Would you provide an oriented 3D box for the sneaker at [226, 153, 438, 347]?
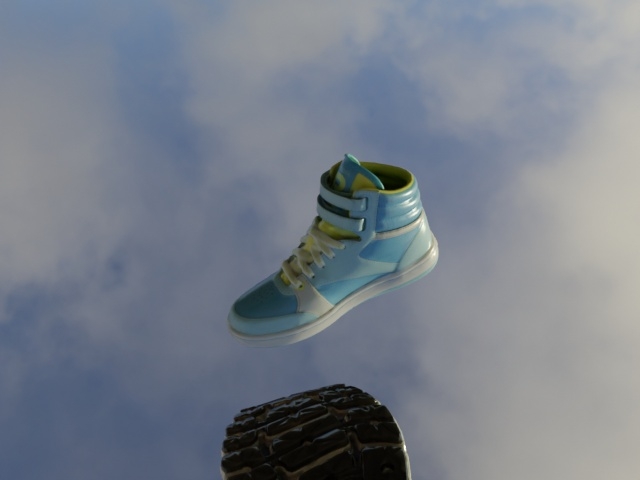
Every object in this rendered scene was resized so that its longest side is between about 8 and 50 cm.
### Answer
[{"bbox_3d":[0.000,0.000,0.907,0.319,0.208,0.127,-27,-139,-13],"label":"sneaker"}]

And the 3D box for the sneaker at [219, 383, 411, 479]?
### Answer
[{"bbox_3d":[0.020,0.224,0.436,0.130,0.147,0.330,-12,-149,-14],"label":"sneaker"}]
